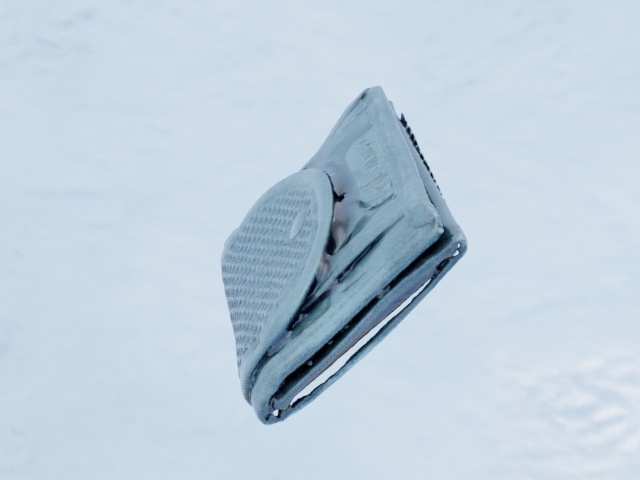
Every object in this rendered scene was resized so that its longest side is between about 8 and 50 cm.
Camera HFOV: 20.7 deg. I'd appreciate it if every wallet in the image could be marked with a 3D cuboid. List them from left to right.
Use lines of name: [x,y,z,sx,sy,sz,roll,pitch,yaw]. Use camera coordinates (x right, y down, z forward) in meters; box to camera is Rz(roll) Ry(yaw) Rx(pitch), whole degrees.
wallet: [0.000,0.000,1.567,0.075,0.342,0.237,40,104,-22]
